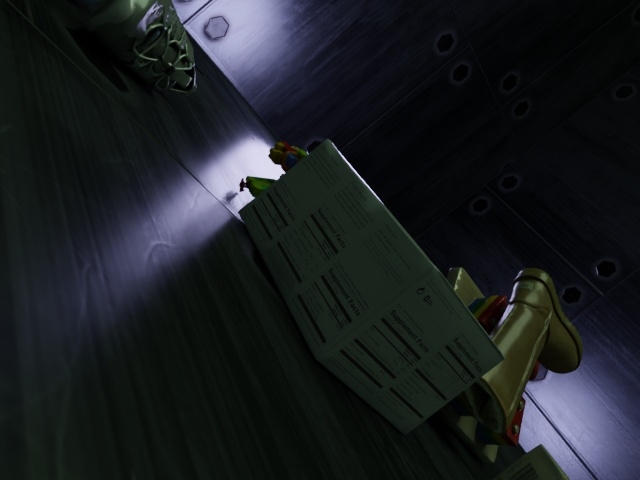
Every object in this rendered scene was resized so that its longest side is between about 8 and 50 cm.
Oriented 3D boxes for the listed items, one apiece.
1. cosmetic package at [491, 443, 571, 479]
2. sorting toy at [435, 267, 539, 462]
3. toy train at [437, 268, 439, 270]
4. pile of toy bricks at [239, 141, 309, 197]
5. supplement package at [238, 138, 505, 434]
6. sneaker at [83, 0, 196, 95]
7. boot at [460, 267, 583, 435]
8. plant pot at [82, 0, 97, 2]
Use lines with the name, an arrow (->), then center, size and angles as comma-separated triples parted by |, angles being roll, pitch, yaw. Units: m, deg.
cosmetic package -> 0.410, 0.488, 1.048 | 0.309, 0.113, 0.160 | 51, 5, 2
sorting toy -> 0.297, 0.220, 1.207 | 0.257, 0.089, 0.256 | 48, 50, -32
toy train -> 0.192, 0.141, 1.386 | 0.334, 0.142, 0.190 | -58, 129, -83
pile of toy bricks -> -0.060, -0.071, 0.953 | 0.105, 0.118, 0.212 | 5, 22, -25
supplement package -> 0.053, 0.048, 0.784 | 0.204, 0.145, 0.262 | 47, 7, -42
sneaker -> -0.199, -0.246, 0.848 | 0.115, 0.105, 0.281 | 51, 4, -5
boot -> 0.331, 0.210, 1.122 | 0.089, 0.269, 0.236 | -11, -61, 44
plant pot -> -0.281, -0.436, 0.793 | 0.247, 0.247, 0.252 | 53, -13, 20
